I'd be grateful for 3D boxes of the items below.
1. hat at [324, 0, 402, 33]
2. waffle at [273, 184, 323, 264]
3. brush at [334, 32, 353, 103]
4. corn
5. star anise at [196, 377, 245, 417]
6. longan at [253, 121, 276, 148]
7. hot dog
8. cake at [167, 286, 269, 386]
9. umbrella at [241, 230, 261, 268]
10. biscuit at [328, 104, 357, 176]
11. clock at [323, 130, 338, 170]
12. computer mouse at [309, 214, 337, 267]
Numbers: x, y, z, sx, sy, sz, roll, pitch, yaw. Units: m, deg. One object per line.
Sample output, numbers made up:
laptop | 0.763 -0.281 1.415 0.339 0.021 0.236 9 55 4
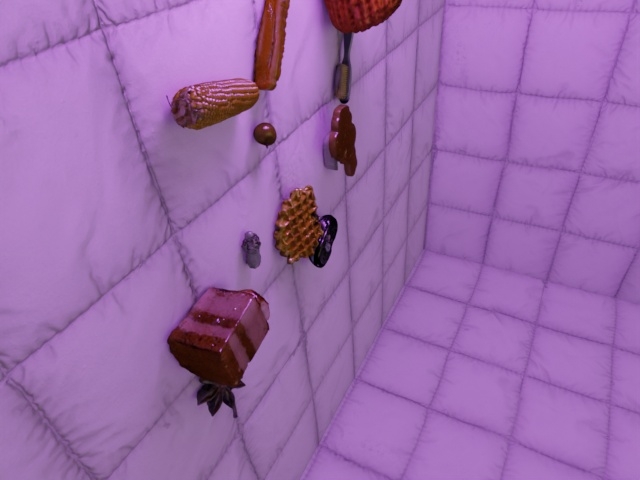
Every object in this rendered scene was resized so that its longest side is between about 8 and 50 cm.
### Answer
hat | 0.087 -0.911 1.550 0.400 0.285 0.285 50 54 -29
waffle | -0.077 -0.058 1.786 0.283 0.065 0.310 15 94 -55
brush | 0.086 -0.688 1.821 0.060 0.068 0.297 -9 110 -41
corn | -0.263 -0.358 1.199 0.305 0.106 0.106 -46 143 -55
star anise | -0.331 0.485 1.568 0.230 0.081 0.263 -45 132 -48
longan | -0.171 -0.322 1.442 0.075 0.075 0.083 36 43 -65
hot dog | -0.141 -0.582 1.359 0.068 0.083 0.289 -52 154 -79
cake | -0.287 0.259 1.406 0.293 0.198 0.196 -60 148 -38
umbrella | -0.229 0.028 1.557 0.067 0.062 0.144 -23 132 -22
biscuit | 0.093 -0.385 1.869 0.183 0.047 0.320 -61 148 -22
clock | 0.077 -0.399 1.957 0.191 0.062 0.152 -55 149 -39
computer mouse | 0.000 0.000 1.989 0.137 0.096 0.233 63 43 -65
